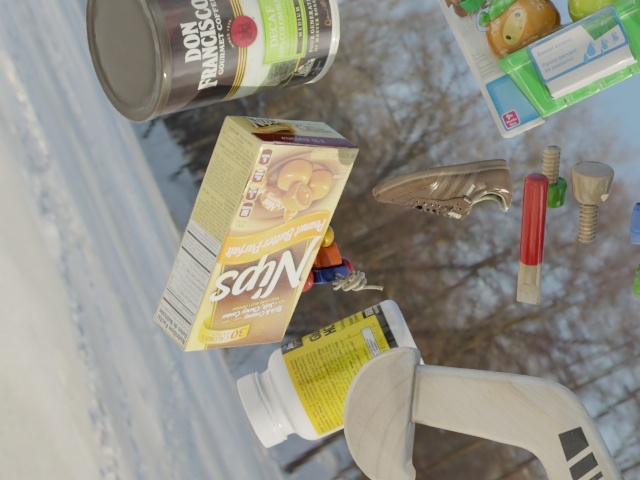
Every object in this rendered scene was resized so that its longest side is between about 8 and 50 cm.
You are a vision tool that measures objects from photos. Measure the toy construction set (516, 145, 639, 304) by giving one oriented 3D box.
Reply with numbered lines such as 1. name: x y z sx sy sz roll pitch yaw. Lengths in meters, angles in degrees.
1. toy construction set: 0.347 0.033 1.244 0.257 0.309 0.237 -93 -178 -62

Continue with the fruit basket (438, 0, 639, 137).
1. fruit basket: 0.341 -0.371 1.827 0.353 0.327 0.165 64 18 -7

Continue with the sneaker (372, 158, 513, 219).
1. sneaker: 0.165 -0.060 1.638 0.066 0.188 0.071 128 -49 -80

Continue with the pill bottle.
1. pill bottle: 0.023 0.257 2.326 0.188 0.334 0.187 -24 90 -89

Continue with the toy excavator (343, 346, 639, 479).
1. toy excavator: 0.284 0.256 1.120 0.222 0.433 0.445 34 36 -79

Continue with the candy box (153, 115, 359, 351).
1. candy box: -0.088 -0.008 1.682 0.087 0.183 0.316 39 -63 38

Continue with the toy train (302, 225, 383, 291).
1. toy train: 0.000 0.000 1.843 0.248 0.105 0.143 -1 -84 46

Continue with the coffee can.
1. coffee can: -0.142 -0.282 1.646 0.201 0.275 0.201 29 -52 46
